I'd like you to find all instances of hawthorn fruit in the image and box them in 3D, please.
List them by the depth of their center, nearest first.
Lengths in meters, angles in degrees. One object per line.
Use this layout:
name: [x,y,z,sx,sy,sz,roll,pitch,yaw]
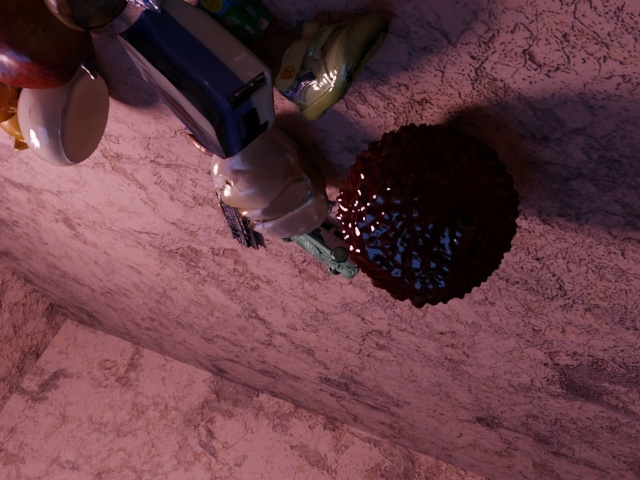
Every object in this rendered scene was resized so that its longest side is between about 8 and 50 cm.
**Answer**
hawthorn fruit: [-0.543,-0.383,1.571,0.248,0.208,0.208,23,156,-6]

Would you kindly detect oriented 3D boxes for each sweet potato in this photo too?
sweet potato: [-0.255,-0.210,1.779,0.095,0.034,0.034,37,157,12]

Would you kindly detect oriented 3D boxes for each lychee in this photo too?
lychee: [0.172,-0.046,1.323,0.306,0.306,0.330,41,-179,-23]

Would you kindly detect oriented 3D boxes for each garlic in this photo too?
garlic: [-0.114,-0.125,1.604,0.203,0.184,0.281,-29,151,13]

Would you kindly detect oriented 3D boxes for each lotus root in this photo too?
lotus root: [-0.396,-0.457,1.306,0.152,0.160,0.275,36,158,12]

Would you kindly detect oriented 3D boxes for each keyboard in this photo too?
keyboard: [-0.209,-0.049,2.043,0.094,0.025,0.230,24,155,20]

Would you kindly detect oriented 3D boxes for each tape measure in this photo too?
tape measure: [-0.192,-0.269,1.385,0.259,0.138,0.262,46,172,19]

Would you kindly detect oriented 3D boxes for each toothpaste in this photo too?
toothpaste: [-0.190,-0.426,1.272,0.267,0.050,0.065,43,154,-26]

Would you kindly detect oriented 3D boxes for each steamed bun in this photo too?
steamed bun: [-0.567,-0.280,1.743,0.145,0.231,0.231,16,153,9]

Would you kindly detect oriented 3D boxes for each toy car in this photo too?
toy car: [0.000,0.000,1.842,0.224,0.076,0.090,35,158,9]

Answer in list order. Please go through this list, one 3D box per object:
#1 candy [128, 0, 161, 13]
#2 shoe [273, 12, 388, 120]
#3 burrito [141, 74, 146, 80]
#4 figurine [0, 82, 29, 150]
candy: [-0.280,-0.420,1.261,0.088,0.038,0.136,27,139,2]
shoe: [0.004,-0.266,1.251,0.128,0.140,0.262,24,163,-9]
burrito: [-0.268,-0.295,1.595,0.226,0.060,0.087,40,149,-18]
figurine: [-0.698,-0.316,1.866,0.215,0.215,0.228,17,152,27]
